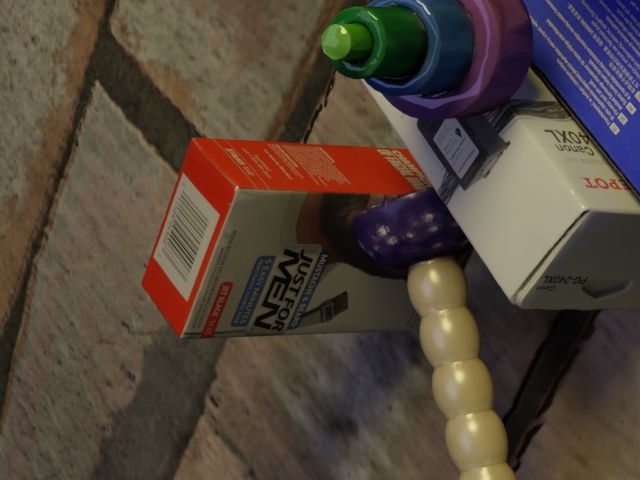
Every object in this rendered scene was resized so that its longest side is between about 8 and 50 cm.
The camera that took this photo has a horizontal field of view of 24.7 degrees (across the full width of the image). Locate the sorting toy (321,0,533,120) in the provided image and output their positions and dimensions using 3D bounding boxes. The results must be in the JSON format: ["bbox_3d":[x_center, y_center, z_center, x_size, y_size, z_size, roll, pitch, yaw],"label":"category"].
[{"bbox_3d":[0.121,-0.168,0.509,0.365,0.126,0.127,-44,73,31],"label":"sorting toy"}]

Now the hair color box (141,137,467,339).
[{"bbox_3d":[0.000,0.000,0.772,0.053,0.167,0.093,48,126,41],"label":"hair color box"}]

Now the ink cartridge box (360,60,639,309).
[{"bbox_3d":[0.104,-0.044,0.686,0.063,0.109,0.150,-55,51,33],"label":"ink cartridge box"}]

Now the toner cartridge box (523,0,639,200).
[{"bbox_3d":[0.189,-0.086,0.602,0.165,0.075,0.348,-57,50,34],"label":"toner cartridge box"}]

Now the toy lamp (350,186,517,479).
[{"bbox_3d":[0.077,0.114,0.695,0.080,0.080,0.274,-28,70,49],"label":"toy lamp"}]
